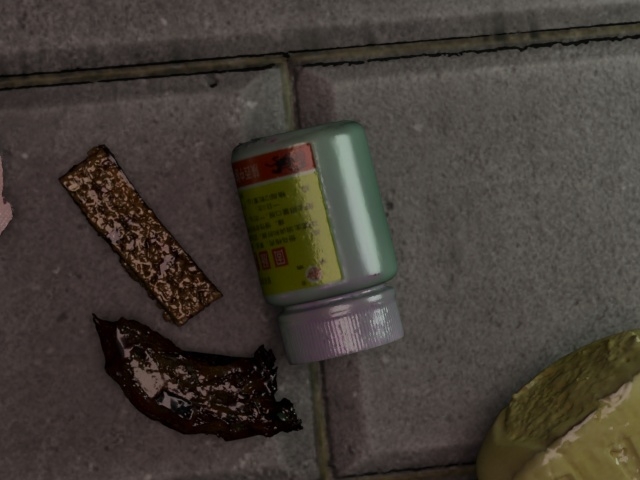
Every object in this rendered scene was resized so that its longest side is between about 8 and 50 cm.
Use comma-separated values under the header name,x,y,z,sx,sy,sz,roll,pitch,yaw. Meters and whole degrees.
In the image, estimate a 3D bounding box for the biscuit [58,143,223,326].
name,x,y,z,sx,sy,sz,roll,pitch,yaw
biscuit,-0.183,-0.003,1.831,0.064,0.034,0.199,-39,94,-7

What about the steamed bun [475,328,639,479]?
name,x,y,z,sx,sy,sz,roll,pitch,yaw
steamed bun,0.293,0.229,1.834,0.273,0.166,0.232,-40,107,-1

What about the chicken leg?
name,x,y,z,sx,sy,sz,roll,pitch,yaw
chicken leg,-0.125,0.144,1.824,0.233,0.063,0.105,13,83,-7

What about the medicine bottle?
name,x,y,z,sx,sy,sz,roll,pitch,yaw
medicine bottle,0.000,0.000,1.803,0.139,0.139,0.225,-14,92,-8

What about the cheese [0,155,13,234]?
name,x,y,z,sx,sy,sz,roll,pitch,yaw
cheese,-0.433,-0.082,1.778,0.286,0.074,0.189,37,83,-5
